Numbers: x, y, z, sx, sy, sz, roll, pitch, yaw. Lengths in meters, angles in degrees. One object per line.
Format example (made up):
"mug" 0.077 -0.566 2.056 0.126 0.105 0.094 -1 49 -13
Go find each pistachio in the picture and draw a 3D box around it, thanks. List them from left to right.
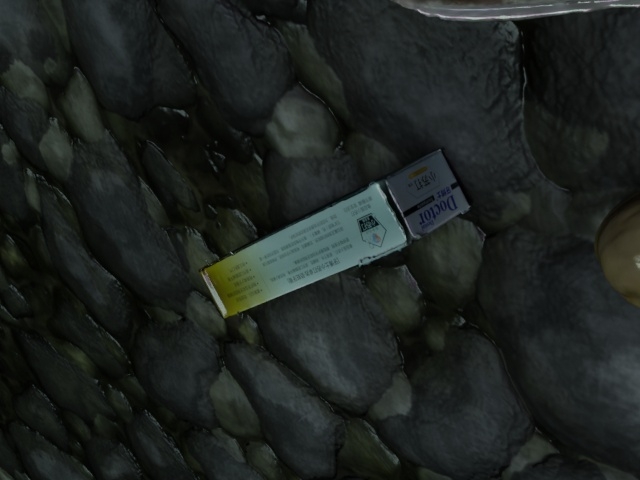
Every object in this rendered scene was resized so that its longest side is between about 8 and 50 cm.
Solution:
"pistachio" 0.267 0.006 0.649 0.149 0.113 0.113 -14 109 31

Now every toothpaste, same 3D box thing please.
"toothpaste" 0.000 0.000 0.894 0.313 0.089 0.071 -25 93 49

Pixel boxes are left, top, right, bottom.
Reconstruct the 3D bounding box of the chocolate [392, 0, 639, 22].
"chocolate" 0.149 -0.207 0.554 0.254 0.080 0.157 2 164 18
